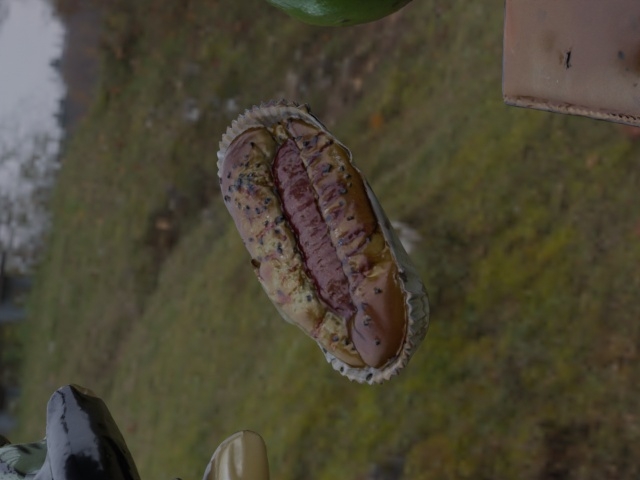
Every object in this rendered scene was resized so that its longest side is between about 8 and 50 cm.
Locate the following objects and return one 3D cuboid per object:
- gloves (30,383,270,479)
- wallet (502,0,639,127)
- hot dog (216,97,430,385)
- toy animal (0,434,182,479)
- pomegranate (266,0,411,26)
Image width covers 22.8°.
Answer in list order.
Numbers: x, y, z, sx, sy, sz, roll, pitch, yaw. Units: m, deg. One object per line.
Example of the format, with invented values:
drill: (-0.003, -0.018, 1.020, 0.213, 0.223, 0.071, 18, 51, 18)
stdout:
gloves: (-0.098, 0.194, 0.790, 0.301, 0.197, 0.152, -114, 1, -50)
wallet: (0.203, -0.178, 1.089, 0.042, 0.161, 0.196, -21, -64, -48)
hot dog: (0.000, 0.000, 0.938, 0.099, 0.053, 0.192, -48, 62, 39)
toy animal: (-0.206, 0.209, 1.230, 0.217, 0.176, 0.073, 29, 116, 37)
pomegranate: (0.035, -0.263, 1.193, 0.263, 0.211, 0.211, 15, 99, 43)
